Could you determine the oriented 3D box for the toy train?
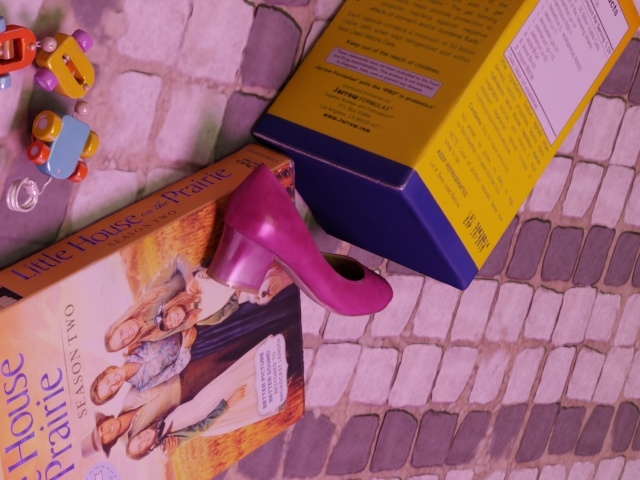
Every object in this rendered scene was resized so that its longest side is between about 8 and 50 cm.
[{"bbox_3d":[-0.241,-0.114,1.403,0.125,0.046,0.166,-28,126,-39],"label":"toy train"}]

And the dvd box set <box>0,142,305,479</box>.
[{"bbox_3d":[-0.178,0.123,1.587,0.420,0.062,0.308,-29,129,-41],"label":"dvd box set"}]

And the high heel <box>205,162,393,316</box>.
[{"bbox_3d":[0.000,0.000,1.635,0.244,0.082,0.117,15,105,-41],"label":"high heel"}]

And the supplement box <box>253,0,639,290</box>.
[{"bbox_3d":[0.134,-0.166,1.720,0.356,0.195,0.194,-55,142,-15],"label":"supplement box"}]
